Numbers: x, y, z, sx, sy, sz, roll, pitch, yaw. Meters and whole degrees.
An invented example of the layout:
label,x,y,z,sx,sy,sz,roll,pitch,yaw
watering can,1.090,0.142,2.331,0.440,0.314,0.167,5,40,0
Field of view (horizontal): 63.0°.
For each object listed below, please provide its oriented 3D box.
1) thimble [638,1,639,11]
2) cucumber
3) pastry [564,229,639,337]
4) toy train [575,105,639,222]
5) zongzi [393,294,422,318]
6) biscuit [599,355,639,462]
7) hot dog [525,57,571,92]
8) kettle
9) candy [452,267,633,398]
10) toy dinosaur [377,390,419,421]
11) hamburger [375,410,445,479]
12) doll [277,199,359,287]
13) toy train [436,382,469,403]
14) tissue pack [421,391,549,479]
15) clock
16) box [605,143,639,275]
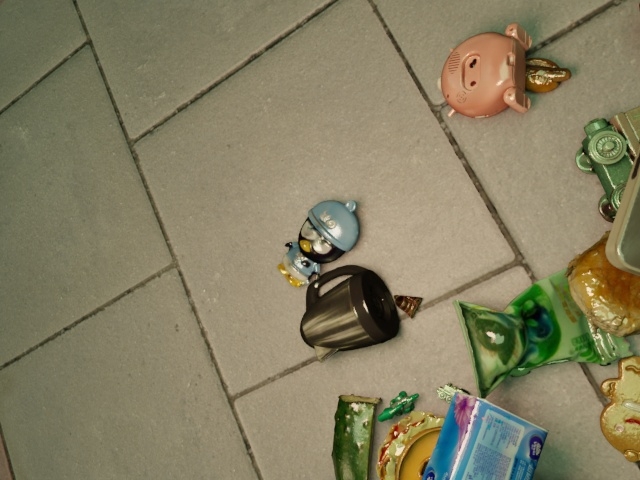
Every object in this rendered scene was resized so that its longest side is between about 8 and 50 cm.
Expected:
label,x,y,z,sx,sy,sz,roll,pitch,yaw
thimble,0.926,-0.543,1.143,0.350,0.350,0.230,-22,76,18
cucumber,0.091,0.606,1.483,0.145,0.105,0.325,3,88,21
pastry,0.720,0.108,1.249,0.257,0.121,0.236,-35,74,-15
toy train,0.772,-0.175,1.268,0.221,0.150,0.304,-21,81,8
zongzi,0.237,0.174,1.499,0.083,0.073,0.067,25,95,-18
biscuit,0.771,0.410,1.265,0.184,0.035,0.248,19,92,22
hot dog,0.596,-0.444,1.407,0.140,0.060,0.090,28,98,20
kettle,0.050,0.206,1.489,0.271,0.207,0.250,-28,82,25
candy,0.547,0.222,1.310,0.398,0.172,0.263,-18,82,6
toy dinosaur,0.220,0.460,1.446,0.132,0.096,0.059,-39,73,17
hamburger,0.275,0.581,1.340,0.274,0.212,0.274,1,82,-9
doll,0.000,0.000,1.558,0.314,0.141,0.177,-49,66,14
toy train,0.361,0.421,1.428,0.083,0.033,0.053,26,89,22
tissue pack,0.360,0.506,1.181,0.198,0.146,0.263,27,76,-9
clock,0.429,-0.448,1.414,0.241,0.142,0.227,1,88,40
box,0.863,-0.059,1.140,0.373,0.090,0.367,19,87,7
